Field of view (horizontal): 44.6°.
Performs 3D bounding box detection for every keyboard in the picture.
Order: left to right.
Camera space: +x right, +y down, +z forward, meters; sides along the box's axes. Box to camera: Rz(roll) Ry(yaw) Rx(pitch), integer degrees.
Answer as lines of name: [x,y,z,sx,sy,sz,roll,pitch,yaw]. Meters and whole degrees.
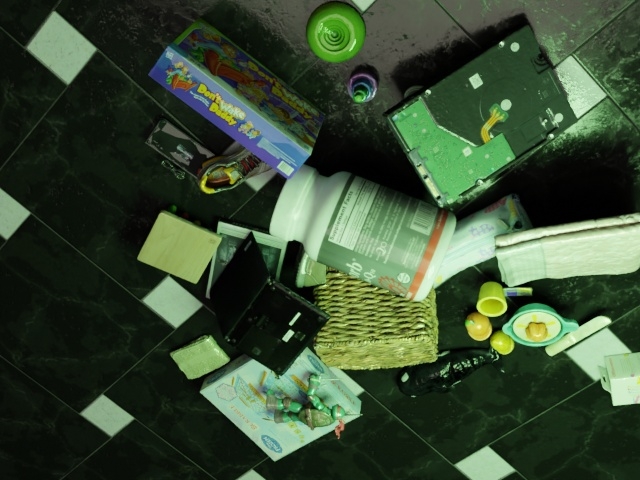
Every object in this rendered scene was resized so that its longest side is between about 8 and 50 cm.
keyboard: [-0.327,-0.200,1.847,0.180,0.023,0.108,36,113,-11]

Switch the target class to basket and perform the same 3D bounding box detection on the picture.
basket: [0.142,0.191,1.958,0.299,0.223,0.213,-7,152,13]

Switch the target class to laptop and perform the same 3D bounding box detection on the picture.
laptop: [-0.132,0.158,1.915,0.264,0.136,0.234,33,120,-6]

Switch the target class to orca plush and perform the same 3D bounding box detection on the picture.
orca plush: [0.332,0.361,2.019,0.287,0.102,0.151,-8,118,14]

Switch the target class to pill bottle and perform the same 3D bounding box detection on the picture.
pill bottle: [0.090,-0.026,1.687,0.363,0.210,0.210,22,121,5]

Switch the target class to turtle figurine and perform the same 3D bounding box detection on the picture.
turtle figurine: [-0.017,0.436,2.043,0.234,0.118,0.175,-3,119,16]

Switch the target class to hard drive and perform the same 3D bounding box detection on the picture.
hard drive: [0.329,-0.253,1.609,0.339,0.064,0.236,-34,105,0]

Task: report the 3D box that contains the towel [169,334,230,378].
towel: [-0.332,0.324,2.150,0.148,0.027,0.110,-27,113,22]

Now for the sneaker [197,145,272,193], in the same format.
sneaker: [-0.179,-0.166,1.794,0.225,0.092,0.088,-26,114,10]

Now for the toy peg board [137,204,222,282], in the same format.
toy peg board: [-0.346,-0.001,1.940,0.161,0.079,0.161,24,123,-15]

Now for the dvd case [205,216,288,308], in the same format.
dvd case: [-0.188,0.068,1.977,0.179,0.029,0.238,15,121,1]

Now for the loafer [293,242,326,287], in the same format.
loafer: [0.000,0.000,1.872,0.088,0.094,0.251,9,116,-12]

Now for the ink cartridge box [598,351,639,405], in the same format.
ink cartridge box: [0.773,0.344,1.944,0.143,0.092,0.089,-10,119,16]

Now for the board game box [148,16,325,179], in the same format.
board game box: [-0.162,-0.303,1.636,0.347,0.233,0.078,36,118,-12]

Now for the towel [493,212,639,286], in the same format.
towel: [0.546,0.030,1.703,0.317,0.053,0.332,-9,162,15]

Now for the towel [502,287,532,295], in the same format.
towel: [0.472,0.125,1.892,0.083,0.009,0.060,0,162,12]

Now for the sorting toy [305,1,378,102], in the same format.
sorting toy: [0.012,-0.433,1.596,0.127,0.126,0.365,-23,113,20]

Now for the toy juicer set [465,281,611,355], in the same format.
toy juicer set: [0.509,0.229,1.899,0.329,0.089,0.209,16,134,-5]

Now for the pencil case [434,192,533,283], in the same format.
pencil case: [0.355,0.001,1.794,0.273,0.124,0.113,-28,111,24]

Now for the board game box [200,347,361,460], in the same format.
board game box: [-0.109,0.431,2.153,0.318,0.066,0.318,-33,110,24]

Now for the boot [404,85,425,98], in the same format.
boot: [0.261,-0.259,1.678,0.190,0.086,0.069,32,120,-10]
